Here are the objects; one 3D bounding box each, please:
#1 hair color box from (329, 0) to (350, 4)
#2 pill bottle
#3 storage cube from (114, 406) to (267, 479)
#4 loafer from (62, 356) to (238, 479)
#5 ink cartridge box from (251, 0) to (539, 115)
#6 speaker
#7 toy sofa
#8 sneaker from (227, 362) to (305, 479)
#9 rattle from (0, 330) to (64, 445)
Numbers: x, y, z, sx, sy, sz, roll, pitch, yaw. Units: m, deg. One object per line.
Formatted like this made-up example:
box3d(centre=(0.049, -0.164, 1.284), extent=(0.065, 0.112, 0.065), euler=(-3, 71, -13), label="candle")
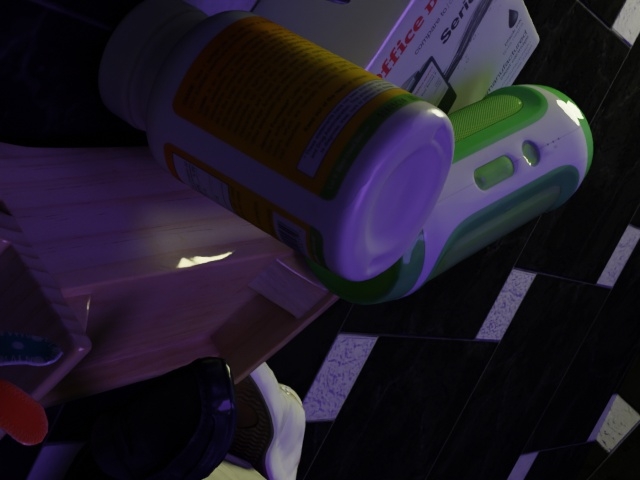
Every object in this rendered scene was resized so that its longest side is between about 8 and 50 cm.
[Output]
box3d(centre=(-0.017, -0.349, 0.842), extent=(0.185, 0.114, 0.374), euler=(2, 110, -51), label="hair color box")
box3d(centre=(-0.039, -0.084, 1.013), extent=(0.136, 0.246, 0.136), euler=(-44, 152, -31), label="pill bottle")
box3d(centre=(-0.128, 0.299, 1.288), extent=(0.215, 0.184, 0.193), euler=(31, 90, -40), label="storage cube")
box3d(centre=(-0.127, 0.150, 1.016), extent=(0.078, 0.076, 0.223), euler=(2, 150, -30), label="loafer")
box3d(centre=(0.073, -0.180, 1.265), extent=(0.211, 0.121, 0.289), euler=(-57, 156, -3), label="ink cartridge box")
box3d(centre=(0.115, -0.047, 1.206), extent=(0.296, 0.131, 0.131), euler=(-27, 140, -44), label="speaker")
box3d(centre=(-0.159, 0.032, 1.076), extent=(0.150, 0.177, 0.362), euler=(-43, 164, 27), label="toy sofa")
box3d(centre=(-0.077, 0.171, 1.443), extent=(0.290, 0.106, 0.123), euler=(83, 18, -49), label="sneaker")
box3d(centre=(-0.260, 0.046, 0.798), extent=(0.130, 0.200, 0.142), euler=(-50, 154, -20), label="rattle")
